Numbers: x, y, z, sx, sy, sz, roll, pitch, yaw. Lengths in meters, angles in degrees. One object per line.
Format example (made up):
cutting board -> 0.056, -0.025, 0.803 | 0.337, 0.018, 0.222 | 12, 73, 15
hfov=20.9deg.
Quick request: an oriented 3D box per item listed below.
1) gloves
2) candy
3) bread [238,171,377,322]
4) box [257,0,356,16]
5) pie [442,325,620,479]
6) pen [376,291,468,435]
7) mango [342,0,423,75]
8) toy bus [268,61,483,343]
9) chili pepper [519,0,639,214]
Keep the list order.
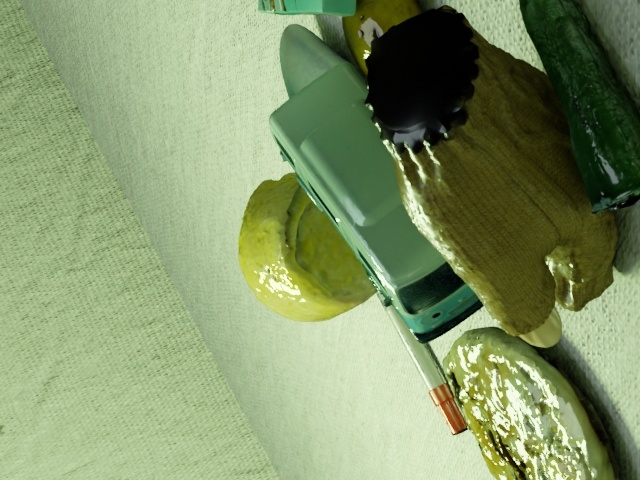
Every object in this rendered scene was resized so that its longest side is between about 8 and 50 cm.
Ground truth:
gloves -> 0.155, -0.046, 1.441 | 0.356, 0.155, 0.203 | 57, -163, -51
candy -> 0.010, -0.163, 1.986 | 0.174, 0.071, 0.138 | 45, 157, 54
bread -> -0.004, 0.002, 2.153 | 0.197, 0.197, 0.170 | 65, 154, -2
box -> -0.013, -0.306, 1.734 | 0.229, 0.041, 0.162 | -156, 69, -71
pie -> 0.233, 0.234, 1.853 | 0.339, 0.077, 0.339 | 57, 165, 25
pen -> 0.123, 0.139, 2.213 | 0.239, 0.028, 0.028 | 62, 167, 11
mango -> 0.065, -0.198, 1.713 | 0.103, 0.076, 0.161 | 60, 175, 16
toy bus -> 0.066, -0.044, 1.769 | 0.271, 0.133, 0.165 | 54, 180, 21
chili pepper -> 0.203, -0.133, 1.348 | 0.227, 0.059, 0.088 | 68, 163, 2
